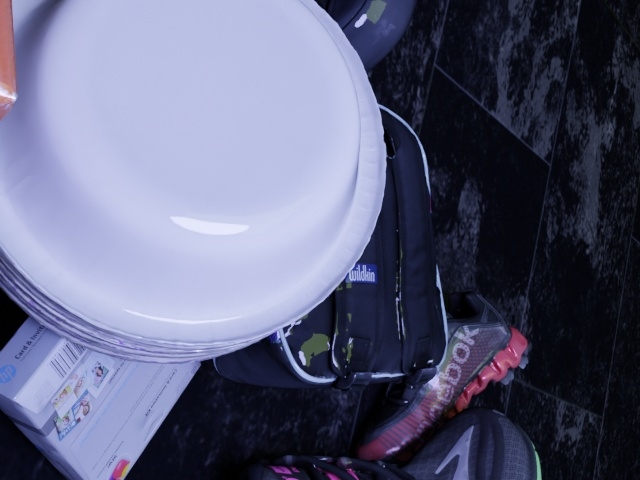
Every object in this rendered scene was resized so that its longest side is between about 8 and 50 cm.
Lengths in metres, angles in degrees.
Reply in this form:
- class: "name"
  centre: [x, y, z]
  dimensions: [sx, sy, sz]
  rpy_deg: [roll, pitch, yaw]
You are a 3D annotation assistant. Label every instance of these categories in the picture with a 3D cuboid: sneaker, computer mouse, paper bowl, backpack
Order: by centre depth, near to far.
- class: "paper bowl"
  centre: [-0.088, -0.068, 0.550]
  dimensions: [0.284, 0.148, 0.284]
  rpy_deg: [7, 72, -23]
- class: "sneaker"
  centre: [0.019, 0.275, 0.759]
  dimensions: [0.483, 0.185, 0.202]
  rpy_deg: [-27, 102, -31]
- class: "backpack"
  centre: [0.000, 0.000, 0.760]
  dimensions: [0.225, 0.191, 0.253]
  rpy_deg: [5, 84, -45]
- class: "computer mouse"
  centre: [0.062, -0.323, 0.917]
  dimensions: [0.184, 0.060, 0.262]
  rpy_deg: [47, 58, -38]
- class: "sneaker"
  centre: [0.124, 0.158, 0.977]
  dimensions: [0.276, 0.098, 0.135]
  rpy_deg: [-39, 102, -28]

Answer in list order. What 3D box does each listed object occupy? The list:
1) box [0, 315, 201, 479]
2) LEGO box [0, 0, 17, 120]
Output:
- class: "box"
  centre: [-0.165, 0.101, 0.644]
  dimensions: [0.145, 0.038, 0.186]
  rpy_deg: [-58, 153, -29]
- class: "LEGO box"
  centre: [-0.375, -0.210, 0.233]
  dimensions: [0.500, 0.193, 0.372]
  rpy_deg: [0, 78, -39]
